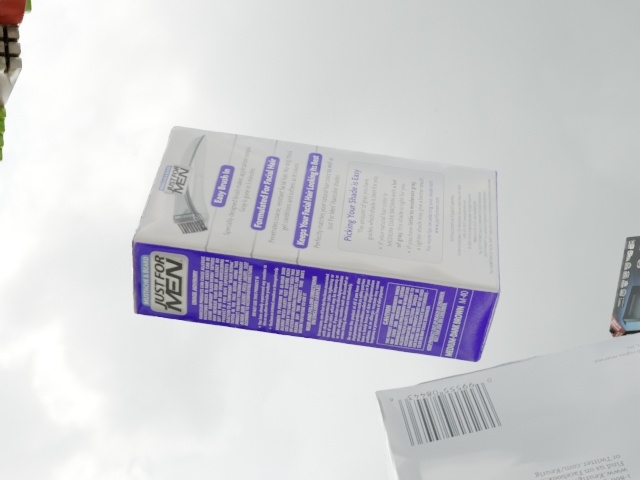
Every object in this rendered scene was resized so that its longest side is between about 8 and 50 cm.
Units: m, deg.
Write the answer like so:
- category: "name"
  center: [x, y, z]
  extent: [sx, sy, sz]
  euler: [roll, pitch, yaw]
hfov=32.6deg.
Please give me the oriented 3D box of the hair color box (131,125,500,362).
- category: "hair color box"
  center: [0.000, 0.000, 1.078]
  extent: [0.338, 0.185, 0.110]
  euler: [9, -49, 0]

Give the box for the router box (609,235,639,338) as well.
- category: "router box"
  center: [0.363, 0.051, 1.156]
  extent: [0.092, 0.122, 0.038]
  euler: [-8, -36, 41]

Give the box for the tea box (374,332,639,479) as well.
- category: "tea box"
  center: [0.238, 0.268, 0.877]
  extent: [0.329, 0.220, 0.324]
  euler: [-12, -56, -1]

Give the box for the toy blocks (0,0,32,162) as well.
- category: "toy blocks"
  center: [-0.372, -0.306, 1.144]
  extent: [0.190, 0.261, 0.382]
  euler: [0, -107, -27]
